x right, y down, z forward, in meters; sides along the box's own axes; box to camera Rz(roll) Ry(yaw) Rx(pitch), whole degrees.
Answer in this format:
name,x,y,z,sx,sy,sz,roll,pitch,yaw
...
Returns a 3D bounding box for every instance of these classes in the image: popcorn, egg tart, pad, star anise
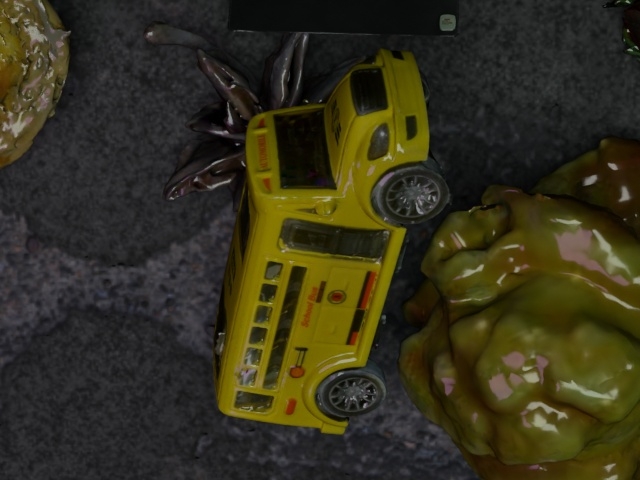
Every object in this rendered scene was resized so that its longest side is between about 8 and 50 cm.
name,x,y,z,sx,sy,sz,roll,pitch,yaw
popcorn,0.228,0.101,1.455,0.290,0.325,0.321,-37,59,15
egg tart,-0.328,-0.171,1.490,0.252,0.098,0.232,2,110,6
pad,0.020,-0.216,1.465,0.193,0.116,0.004,2,143,3
star anise,-0.051,-0.104,1.496,0.209,0.089,0.231,-23,108,-5

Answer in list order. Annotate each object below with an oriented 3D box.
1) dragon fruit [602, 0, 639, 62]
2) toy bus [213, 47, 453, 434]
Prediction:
name,x,y,z,sx,sy,sz,roll,pitch,yaw
dragon fruit,0.329,-0.162,1.464,0.175,0.138,0.142,-16,127,-15
toy bus,0.000,0.000,1.428,0.152,0.144,0.330,6,130,-10
